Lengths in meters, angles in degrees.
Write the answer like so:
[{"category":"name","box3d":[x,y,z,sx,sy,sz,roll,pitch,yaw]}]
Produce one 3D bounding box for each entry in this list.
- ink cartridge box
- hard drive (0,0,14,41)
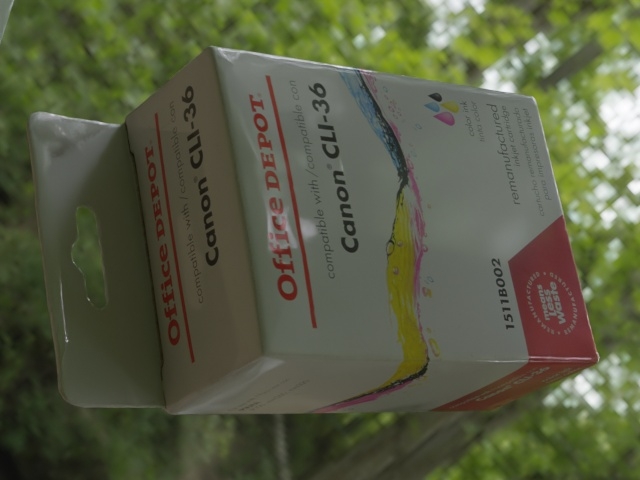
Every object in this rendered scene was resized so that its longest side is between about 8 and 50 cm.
[{"category":"ink cartridge box","box3d":[0.000,0.000,0.570,0.067,0.198,0.115,-33,-118,47]},{"category":"hard drive","box3d":[-0.249,-0.173,0.741,0.353,0.233,0.047,-65,-148,31]}]
